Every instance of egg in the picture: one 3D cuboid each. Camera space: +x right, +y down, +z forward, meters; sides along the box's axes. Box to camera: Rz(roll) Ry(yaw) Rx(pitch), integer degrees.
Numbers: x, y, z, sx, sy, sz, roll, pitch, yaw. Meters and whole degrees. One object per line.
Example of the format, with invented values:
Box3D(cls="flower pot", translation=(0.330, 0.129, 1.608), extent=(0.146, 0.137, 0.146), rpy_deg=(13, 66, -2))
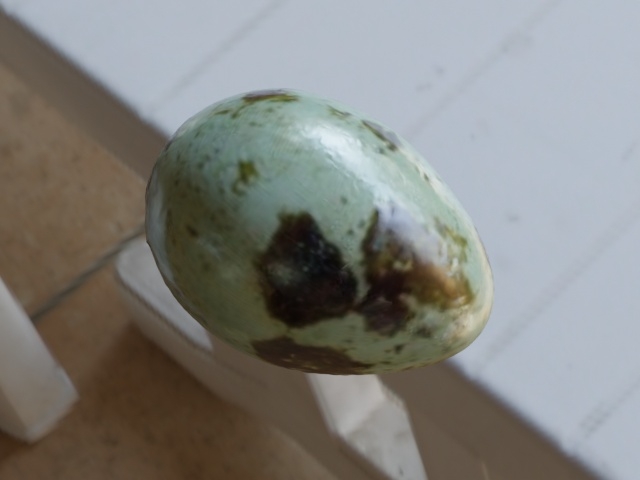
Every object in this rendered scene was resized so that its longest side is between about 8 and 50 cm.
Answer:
Box3D(cls="egg", translation=(0.000, 0.000, 1.201), extent=(0.231, 0.169, 0.169), rpy_deg=(26, 63, 6))
